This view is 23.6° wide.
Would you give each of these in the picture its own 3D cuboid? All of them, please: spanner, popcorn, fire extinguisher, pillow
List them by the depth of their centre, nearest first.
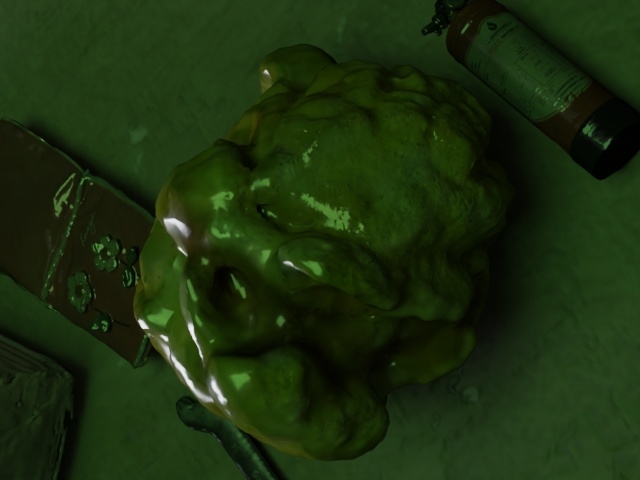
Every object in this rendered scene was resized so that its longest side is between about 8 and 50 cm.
[{"bbox_3d":[0.000,0.000,0.967,0.241,0.235,0.250,21,91,52],"label":"popcorn"},{"bbox_3d":[0.131,-0.112,0.974,0.062,0.050,0.177,-38,63,-14],"label":"fire extinguisher"},{"bbox_3d":[-0.028,0.192,1.116,0.054,0.015,0.254,-50,64,24],"label":"spanner"},{"bbox_3d":[-0.198,0.000,1.218,0.232,0.043,0.126,31,109,32],"label":"pillow"}]

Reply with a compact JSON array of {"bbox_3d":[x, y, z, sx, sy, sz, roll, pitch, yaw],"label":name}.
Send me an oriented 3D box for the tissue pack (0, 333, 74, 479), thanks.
[{"bbox_3d":[-0.375,0.164,1.300,0.343,0.125,0.242,21,104,36],"label":"tissue pack"}]
